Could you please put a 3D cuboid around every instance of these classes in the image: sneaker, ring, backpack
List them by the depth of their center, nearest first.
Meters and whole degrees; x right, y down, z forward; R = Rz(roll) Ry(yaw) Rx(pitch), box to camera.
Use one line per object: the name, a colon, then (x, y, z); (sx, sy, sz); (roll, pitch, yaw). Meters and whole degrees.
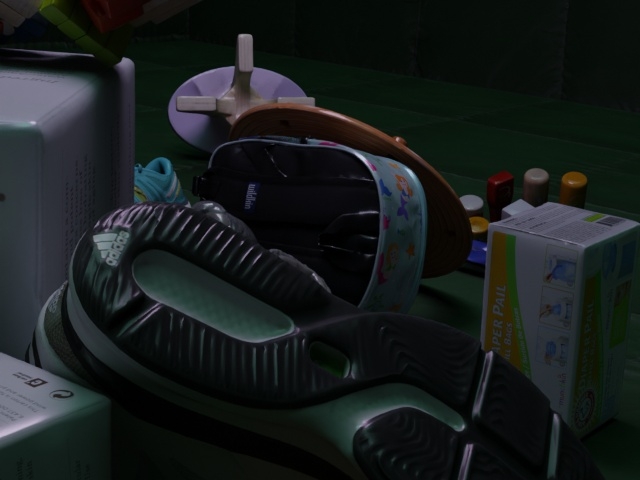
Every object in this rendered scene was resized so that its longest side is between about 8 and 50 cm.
sneaker: (-0.012, 0.166, 0.815); (0.447, 0.257, 0.169); (32, 45, -11)
backpack: (0.000, 0.000, 1.260); (0.253, 0.225, 0.191); (4, -4, 43)
ring: (0.037, -0.062, 1.410); (0.336, 0.336, 0.032); (12, 60, 29)
sneaker: (-0.279, -0.053, 1.585); (0.107, 0.110, 0.275); (-9, 9, 22)

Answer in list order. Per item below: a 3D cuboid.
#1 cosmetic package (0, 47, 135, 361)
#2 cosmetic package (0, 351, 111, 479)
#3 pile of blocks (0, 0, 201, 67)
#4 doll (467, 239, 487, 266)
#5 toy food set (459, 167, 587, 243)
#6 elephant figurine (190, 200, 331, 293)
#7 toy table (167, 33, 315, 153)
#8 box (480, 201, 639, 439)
cosmetic package: (-0.356, 0.009, 0.994); (0.327, 0.329, 0.394); (4, 15, -1)
cosmetic package: (-0.291, 0.202, 0.596); (0.155, 0.197, 0.365); (15, 19, 35)
pile of blocks: (-0.277, -0.205, 1.028); (0.362, 0.149, 0.112); (2, 57, 21)
doll: (0.265, 0.029, 1.540); (0.189, 0.046, 0.129); (16, 22, 39)
toy food set: (0.294, -0.030, 1.719); (0.232, 0.104, 0.111); (-28, 44, -27)
elephant figurine: (-0.070, 0.088, 1.104); (0.239, 0.169, 0.186); (43, 66, 8)
toy table: (-0.143, -0.249, 2.111); (0.274, 0.252, 0.161); (-13, 4, -11)
box: (0.227, 0.080, 1.083); (0.103, 0.203, 0.114); (16, 22, 39)
